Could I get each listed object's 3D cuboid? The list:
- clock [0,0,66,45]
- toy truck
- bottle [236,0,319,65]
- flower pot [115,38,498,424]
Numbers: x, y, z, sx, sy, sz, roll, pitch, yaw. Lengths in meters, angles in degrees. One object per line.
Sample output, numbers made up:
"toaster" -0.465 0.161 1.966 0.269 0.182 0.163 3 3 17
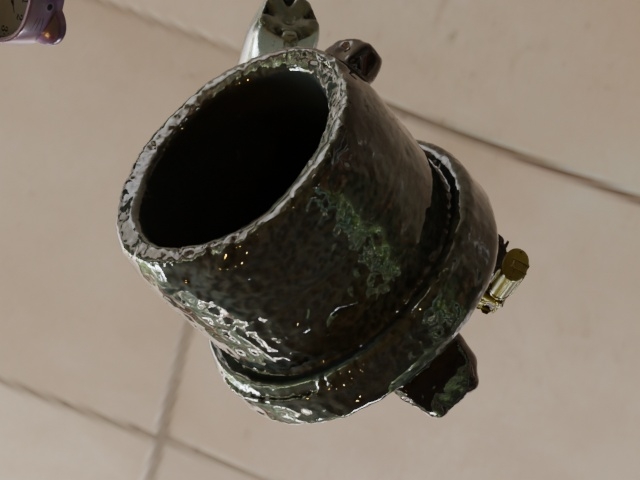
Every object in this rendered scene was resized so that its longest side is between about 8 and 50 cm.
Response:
"clock" -0.345 -0.296 2.026 0.110 0.050 0.152 16 105 24
"toy truck" 0.172 0.036 1.768 0.054 0.049 0.083 27 147 -1
"bottle" -0.064 -0.180 2.057 0.083 0.083 0.269 24 145 0
"flower pot" 0.000 0.000 1.501 0.299 0.299 0.283 -20 130 32
